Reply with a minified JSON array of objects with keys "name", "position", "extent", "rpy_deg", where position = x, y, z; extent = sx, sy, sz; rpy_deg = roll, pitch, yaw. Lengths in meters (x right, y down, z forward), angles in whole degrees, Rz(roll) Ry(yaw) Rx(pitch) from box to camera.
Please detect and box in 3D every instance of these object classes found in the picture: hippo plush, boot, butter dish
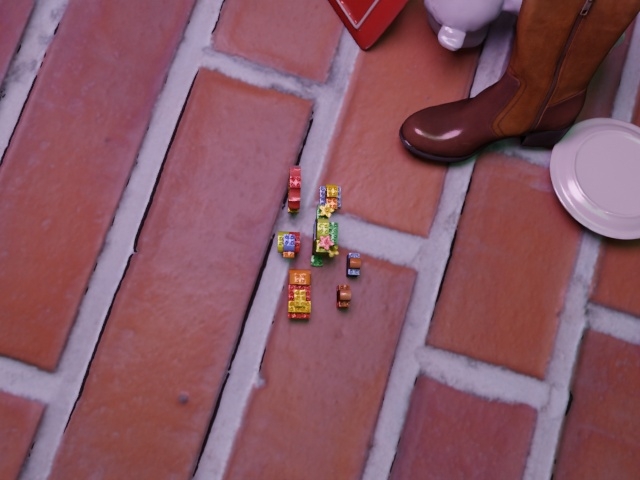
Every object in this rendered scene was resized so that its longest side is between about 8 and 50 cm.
[{"name":"hippo plush","position":[0.269,-0.332,0.886],"extent":[0.236,0.294,0.234],"rpy_deg":[-22,94,7]},{"name":"boot","position":[0.247,-0.216,0.837],"extent":[0.264,0.280,0.096],"rpy_deg":[1,64,0]},{"name":"butter dish","position":[0.089,-0.398,0.945],"extent":[0.118,0.160,0.160],"rpy_deg":[-31,85,-31]}]

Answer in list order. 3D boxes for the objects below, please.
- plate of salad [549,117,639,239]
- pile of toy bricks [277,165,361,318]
[{"name":"plate of salad","position":[0.440,-0.093,0.960],"extent":[0.199,0.048,0.200],"rpy_deg":[2,70,-4]},{"name":"pile of toy bricks","position":[0.000,0.000,0.880],"extent":[0.118,0.105,0.212],"rpy_deg":[1,81,-4]}]
